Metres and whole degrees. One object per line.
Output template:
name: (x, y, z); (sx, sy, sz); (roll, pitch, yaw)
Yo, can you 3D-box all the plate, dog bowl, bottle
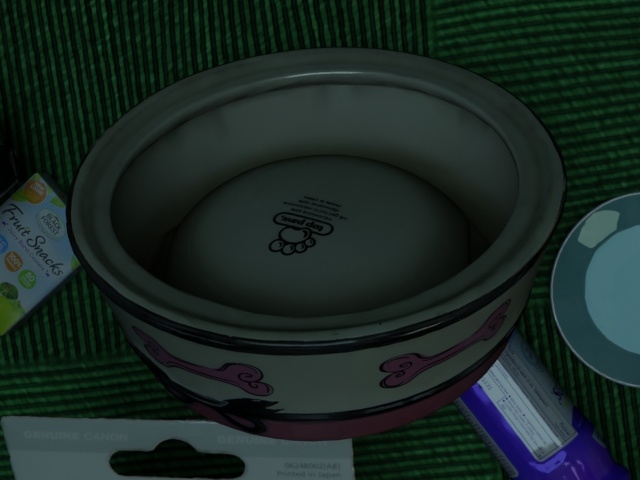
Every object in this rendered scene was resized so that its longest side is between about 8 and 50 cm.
plate: (0.313, 0.047, 1.203); (0.188, 0.024, 0.188); (0, 92, 8)
dog bowl: (0.000, 0.000, 1.082); (0.408, 0.408, 0.150); (3, 130, 9)
bottle: (0.205, 0.184, 1.178); (0.092, 0.118, 0.283); (-38, 86, 8)

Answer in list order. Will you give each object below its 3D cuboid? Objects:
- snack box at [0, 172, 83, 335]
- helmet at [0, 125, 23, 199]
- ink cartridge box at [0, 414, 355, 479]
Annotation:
snack box: (-0.301, 0.014, 1.287); (0.141, 0.037, 0.100); (-41, 88, 8)
helmet: (-0.393, -0.080, 1.235); (0.169, 0.169, 0.161); (-38, 103, 9)
ink cartridge box: (-0.102, 0.294, 1.167); (0.308, 0.091, 0.385); (0, 120, 10)
